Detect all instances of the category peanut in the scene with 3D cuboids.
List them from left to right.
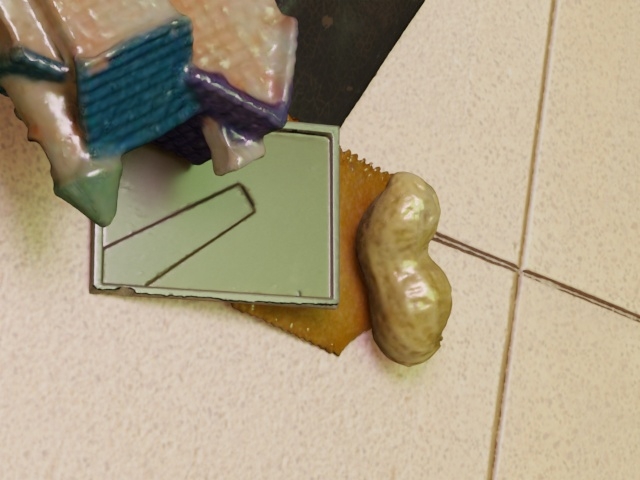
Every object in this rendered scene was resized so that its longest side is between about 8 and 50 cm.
[{"bbox_3d":[0.096,0.034,2.083,0.103,0.098,0.229,-10,100,-5],"label":"peanut"}]

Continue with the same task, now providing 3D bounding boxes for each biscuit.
[{"bbox_3d":[0.000,0.000,2.079,0.232,0.013,0.237,28,72,-37],"label":"biscuit"}]

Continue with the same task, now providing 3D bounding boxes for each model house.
[{"bbox_3d":[-0.191,-0.172,1.829,0.312,0.245,0.280,-32,97,-35],"label":"model house"}]

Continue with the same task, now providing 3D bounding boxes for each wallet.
[{"bbox_3d":[0.005,-0.243,2.125,0.170,0.044,0.321,51,59,-30],"label":"wallet"}]

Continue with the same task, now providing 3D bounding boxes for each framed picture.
[{"bbox_3d":[-0.112,-0.036,1.978,0.289,0.020,0.211,4,78,-24],"label":"framed picture"}]
